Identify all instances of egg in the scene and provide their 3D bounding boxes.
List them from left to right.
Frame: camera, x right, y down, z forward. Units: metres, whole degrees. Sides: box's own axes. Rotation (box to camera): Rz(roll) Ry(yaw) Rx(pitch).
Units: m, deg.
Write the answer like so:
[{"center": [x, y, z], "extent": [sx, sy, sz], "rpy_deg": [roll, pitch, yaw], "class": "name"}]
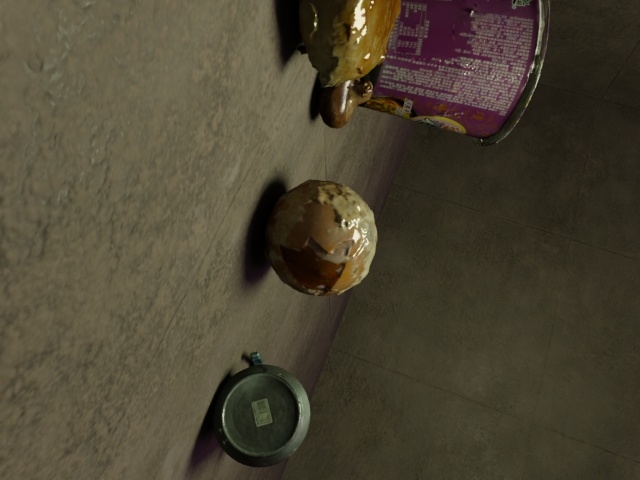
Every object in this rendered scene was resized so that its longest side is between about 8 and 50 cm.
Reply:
[{"center": [0.000, 0.000, 0.912], "extent": [0.233, 0.194, 0.195], "rpy_deg": [110, 4, -59], "class": "egg"}]

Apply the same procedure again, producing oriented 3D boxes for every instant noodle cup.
[{"center": [0.217, -0.355, 1.017], "extent": [0.340, 0.265, 0.340], "rpy_deg": [-176, -90, -82], "class": "instant noodle cup"}]

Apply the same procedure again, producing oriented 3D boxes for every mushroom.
[{"center": [0.039, -0.261, 0.955], "extent": [0.126, 0.084, 0.109], "rpy_deg": [-69, -163, -4], "class": "mushroom"}]

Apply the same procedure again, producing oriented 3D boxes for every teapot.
[{"center": [-0.111, 0.319, 1.032], "extent": [0.225, 0.170, 0.203], "rpy_deg": [100, -19, -70], "class": "teapot"}]

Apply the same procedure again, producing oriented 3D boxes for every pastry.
[{"center": [0.042, -0.348, 0.725], "extent": [0.236, 0.120, 0.257], "rpy_deg": [93, 20, -44], "class": "pastry"}]
